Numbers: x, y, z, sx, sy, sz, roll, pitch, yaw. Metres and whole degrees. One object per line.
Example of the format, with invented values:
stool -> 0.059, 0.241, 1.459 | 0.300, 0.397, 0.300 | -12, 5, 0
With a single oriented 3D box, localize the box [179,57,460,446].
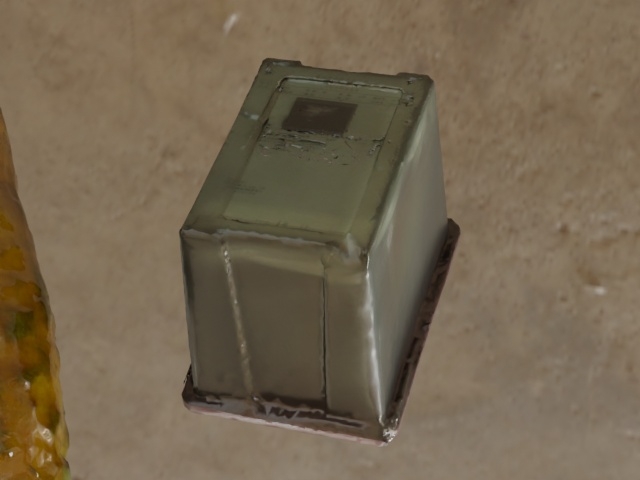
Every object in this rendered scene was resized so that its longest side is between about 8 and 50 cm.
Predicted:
box -> 0.000, 0.000, 0.432 | 0.060, 0.085, 0.063 | 10, 136, 13

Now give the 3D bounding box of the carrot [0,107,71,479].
carrot -> -0.116, -0.054, 0.451 | 0.066, 0.314, 0.066 | -18, 160, -7
